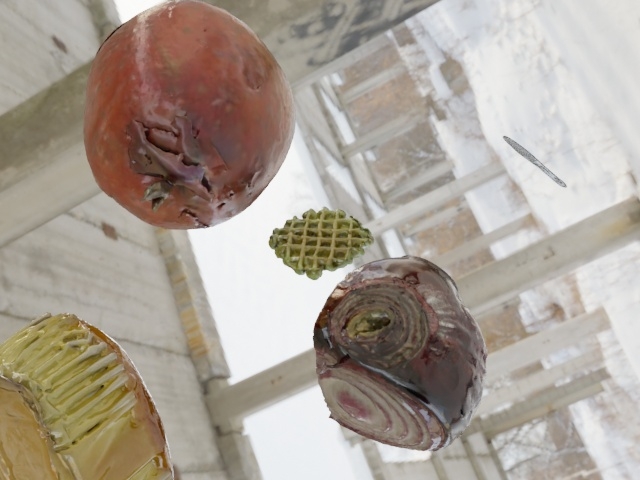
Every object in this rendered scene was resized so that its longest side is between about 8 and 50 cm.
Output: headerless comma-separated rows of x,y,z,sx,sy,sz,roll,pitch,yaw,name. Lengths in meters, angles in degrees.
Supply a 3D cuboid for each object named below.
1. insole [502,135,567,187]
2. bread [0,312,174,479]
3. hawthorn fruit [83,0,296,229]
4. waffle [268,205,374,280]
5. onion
0.355,-0.130,1.202,0.135,0.002,0.045,40,180,1,insole
-0.190,0.154,0.569,0.114,0.132,0.191,-39,-59,-43,bread
-0.167,-0.126,0.883,0.276,0.275,0.308,55,-158,-35,hawthorn fruit
0.000,0.000,1.317,0.183,0.169,0.036,40,149,44,waffle
0.118,0.143,0.936,0.206,0.206,0.216,-59,-24,-31,onion
